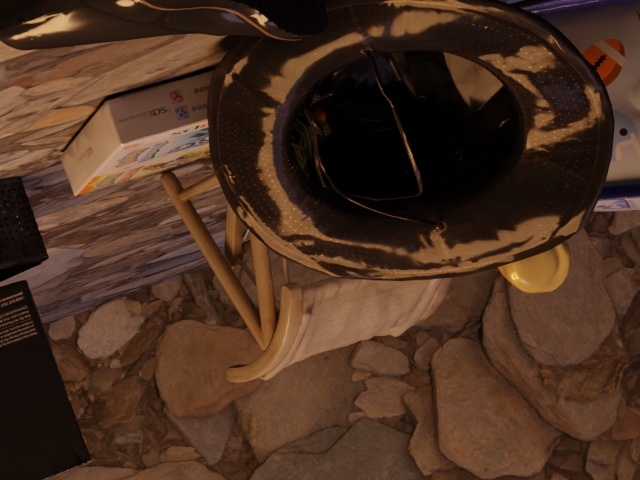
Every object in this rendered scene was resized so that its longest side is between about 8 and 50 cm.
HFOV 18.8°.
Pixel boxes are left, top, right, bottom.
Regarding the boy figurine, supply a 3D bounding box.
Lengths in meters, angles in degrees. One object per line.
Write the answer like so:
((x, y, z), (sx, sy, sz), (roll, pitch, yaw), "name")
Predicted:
((0.230, -0.074, 2.132), (0.177, 0.285, 0.092), (-24, 143, 27), "boy figurine")

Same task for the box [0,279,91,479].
((-0.318, 0.142, 1.881), (0.103, 0.184, 0.261), (-18, -178, -17), "box")

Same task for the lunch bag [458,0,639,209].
((0.232, -0.124, 1.887), (0.385, 0.239, 0.328), (-4, -179, 16), "lunch bag")

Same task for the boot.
((-0.098, -0.147, 1.164), (0.137, 0.077, 0.198), (-17, 165, 32), "boot")

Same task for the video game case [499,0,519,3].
((0.206, -0.234, 1.528), (0.173, 0.022, 0.190), (-16, 170, -11), "video game case")

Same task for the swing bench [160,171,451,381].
((0.000, 0.000, 2.142), (0.253, 0.255, 0.165), (-16, 174, -41), "swing bench")

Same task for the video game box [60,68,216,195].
((-0.119, -0.104, 1.703), (0.187, 0.048, 0.205), (-16, 175, -20), "video game box")

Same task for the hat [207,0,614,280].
((0.076, -0.111, 1.585), (0.331, 0.331, 0.134), (-22, -147, 27), "hat")

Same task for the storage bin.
((-0.354, 0.007, 1.782), (0.122, 0.084, 0.180), (-23, 174, 32), "storage bin")
